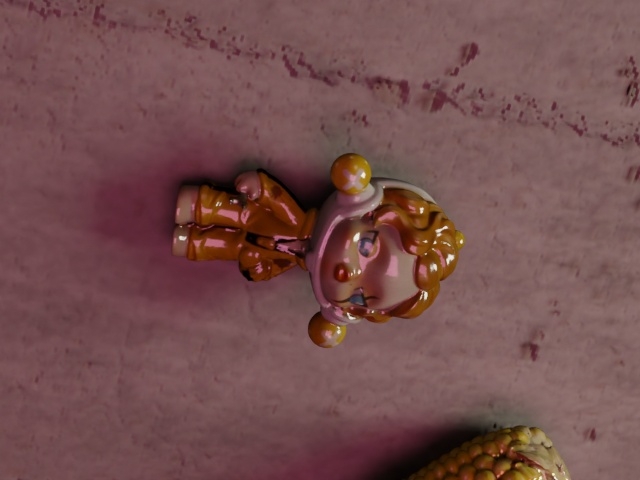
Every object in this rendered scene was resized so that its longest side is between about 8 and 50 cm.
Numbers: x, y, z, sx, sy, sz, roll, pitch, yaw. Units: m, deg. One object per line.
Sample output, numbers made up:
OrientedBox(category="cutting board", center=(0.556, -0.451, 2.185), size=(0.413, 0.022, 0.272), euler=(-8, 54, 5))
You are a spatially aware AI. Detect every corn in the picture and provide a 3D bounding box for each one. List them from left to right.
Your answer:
OrientedBox(category="corn", center=(0.030, 0.189, 1.003), size=(0.248, 0.081, 0.081), euler=(-34, 118, 8))

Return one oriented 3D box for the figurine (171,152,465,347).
OrientedBox(category="figurine", center=(-0.002, 0.004, 0.915), size=(0.143, 0.068, 0.101), euler=(-13, 115, 11))
